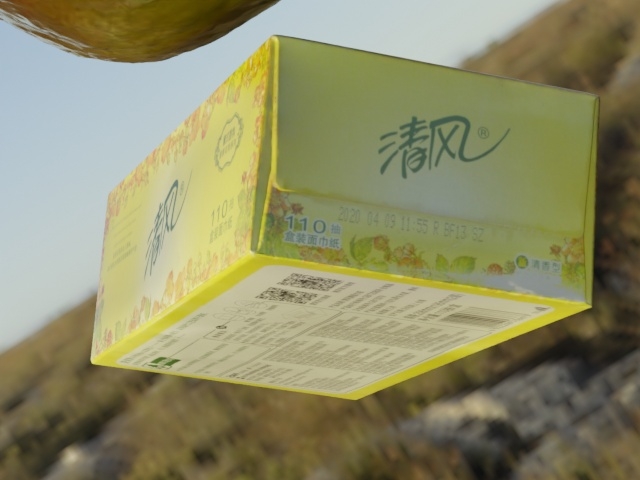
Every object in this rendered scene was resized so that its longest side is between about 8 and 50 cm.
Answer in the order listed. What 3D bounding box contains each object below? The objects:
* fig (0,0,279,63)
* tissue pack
[{"bbox_3d":[-0.027,-0.125,0.554,0.274,0.145,0.170,3,-15,33],"label":"fig"},{"bbox_3d":[0.000,0.000,0.582,0.095,0.062,0.176,8,-14,-17],"label":"tissue pack"}]
